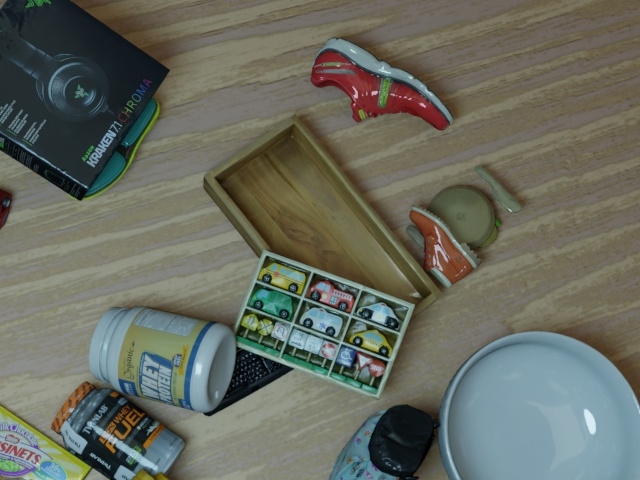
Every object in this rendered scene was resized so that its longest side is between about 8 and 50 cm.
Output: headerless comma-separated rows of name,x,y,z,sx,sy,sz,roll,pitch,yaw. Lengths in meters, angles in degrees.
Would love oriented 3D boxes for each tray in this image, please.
tray,0.000,0.000,1.638,0.203,0.076,0.411,-36,81,-16

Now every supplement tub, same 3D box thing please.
supplement tub,-0.249,0.184,1.492,0.200,0.144,0.144,11,72,14
supplement tub,-0.319,0.312,1.476,0.190,0.117,0.117,34,72,2

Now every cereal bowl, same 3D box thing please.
cereal bowl,0.352,0.325,1.555,0.339,0.141,0.338,2,73,-7

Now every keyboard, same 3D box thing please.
keyboard,-0.131,0.208,1.576,0.192,0.038,0.100,-29,79,-16

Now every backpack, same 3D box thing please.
backpack,0.094,0.352,1.495,0.115,0.182,0.152,37,41,6

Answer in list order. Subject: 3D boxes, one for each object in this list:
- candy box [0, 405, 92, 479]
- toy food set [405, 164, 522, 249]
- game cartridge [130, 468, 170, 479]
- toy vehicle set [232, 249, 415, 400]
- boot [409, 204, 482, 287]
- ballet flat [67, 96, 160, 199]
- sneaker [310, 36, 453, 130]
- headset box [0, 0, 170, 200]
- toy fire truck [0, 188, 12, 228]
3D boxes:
candy box,-0.478,0.347,1.489,0.206,0.027,0.105,33,69,2
toy food set,0.257,-0.036,1.708,0.192,0.038,0.132,-40,77,-6
game cartridge,-0.277,0.539,1.392,0.324,0.053,0.285,-44,111,-19
toy vehicle set,0.002,0.137,1.540,0.267,0.035,0.165,20,87,8
boot,0.199,0.010,1.652,0.085,0.059,0.158,-43,80,-1
ballet flat,-0.355,-0.155,1.629,0.077,0.077,0.231,35,74,-2
sneaker,0.109,-0.263,1.733,0.279,0.107,0.118,29,90,4
headset box,-0.432,-0.246,1.503,0.283,0.131,0.246,35,74,-13
toy fire truck,-0.573,0.010,1.538,0.047,0.135,0.192,21,33,-1
